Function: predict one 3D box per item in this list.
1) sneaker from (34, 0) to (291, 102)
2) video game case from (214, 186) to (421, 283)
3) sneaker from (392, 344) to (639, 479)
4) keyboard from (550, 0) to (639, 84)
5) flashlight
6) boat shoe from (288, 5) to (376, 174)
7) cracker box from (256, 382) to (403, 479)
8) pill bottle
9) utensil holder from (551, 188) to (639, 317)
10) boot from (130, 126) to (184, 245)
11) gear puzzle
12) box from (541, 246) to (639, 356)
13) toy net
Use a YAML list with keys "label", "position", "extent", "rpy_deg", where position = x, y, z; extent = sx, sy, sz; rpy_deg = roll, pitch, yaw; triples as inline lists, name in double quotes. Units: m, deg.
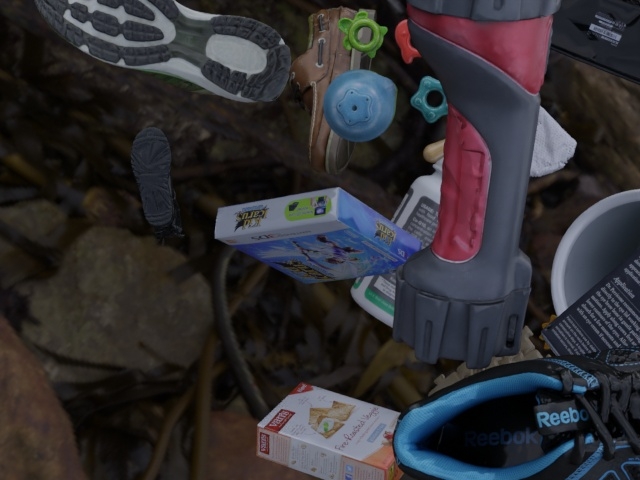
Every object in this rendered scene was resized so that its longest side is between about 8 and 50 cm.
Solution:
- label: "sneaker"
  position: [-0.263, -0.311, 1.586]
  extent: [0.410, 0.182, 0.158]
  rpy_deg: [21, 78, -17]
- label: "video game case"
  position: [0.000, 0.000, 1.663]
  extent: [0.269, 0.244, 0.061]
  rpy_deg: [30, 60, -50]
- label: "sneaker"
  position: [0.214, 0.131, 0.673]
  extent: [0.140, 0.341, 0.125]
  rpy_deg: [27, 51, -60]
- label: "keyboard"
  position: [0.306, -0.232, 1.047]
  extent: [0.192, 0.100, 0.038]
  rpy_deg: [24, 10, 3]
- label: "flashlight"
  position: [0.096, -0.058, 0.674]
  extent: [0.103, 0.304, 0.103]
  rpy_deg: [-16, 34, -34]
- label: "boat shoe"
  position: [0.007, -0.213, 1.396]
  extent: [0.104, 0.110, 0.307]
  rpy_deg: [8, 49, 7]
- label: "cracker box"
  position: [0.032, 0.322, 1.611]
  extent: [0.232, 0.067, 0.156]
  rpy_deg: [13, 26, 23]
- label: "pill bottle"
  position: [0.230, 0.003, 1.918]
  extent: [0.204, 0.361, 0.204]
  rpy_deg: [30, 8, -4]
- label: "utensil holder"
  position: [0.649, 0.077, 1.799]
  extent: [0.385, 0.327, 0.327]
  rpy_deg: [2, 57, -55]
- label: "boot"
  position: [-0.183, -0.059, 1.122]
  extent: [0.045, 0.099, 0.121]
  rpy_deg: [-9, 82, -3]
- label: "gear puzzle"
  position: [0.378, 0.261, 1.957]
  extent: [0.044, 0.339, 0.175]
  rpy_deg: [35, 17, -48]
- label: "box"
  position: [0.340, 0.086, 0.912]
  extent: [0.153, 0.207, 0.108]
  rpy_deg: [42, 11, -35]
- label: "toy net"
  position: [0.119, -0.127, 0.893]
  extent: [0.232, 0.122, 0.045]
  rpy_deg: [16, 13, 7]
